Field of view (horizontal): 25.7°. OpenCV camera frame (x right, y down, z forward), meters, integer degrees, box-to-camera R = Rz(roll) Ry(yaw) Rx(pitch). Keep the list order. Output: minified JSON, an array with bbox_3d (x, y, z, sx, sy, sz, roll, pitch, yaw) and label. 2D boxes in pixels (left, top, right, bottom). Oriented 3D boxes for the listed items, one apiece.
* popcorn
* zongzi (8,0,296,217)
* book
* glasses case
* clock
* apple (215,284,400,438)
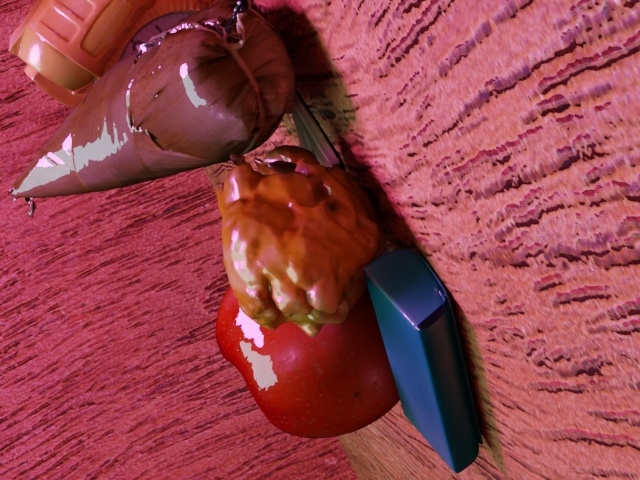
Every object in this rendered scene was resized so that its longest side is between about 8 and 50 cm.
[{"bbox_3d":[-0.019,-0.002,1.612,0.191,0.190,0.253,84,174,-57],"label":"popcorn"},{"bbox_3d":[-0.192,-0.138,1.606,0.181,0.418,0.447,59,177,-8],"label":"zongzi"},{"bbox_3d":[0.003,-0.092,1.832,0.138,0.016,0.198,59,171,31],"label":"book"},{"bbox_3d":[0.130,0.142,1.621,0.117,0.070,0.301,49,163,38],"label":"glasses case"},{"bbox_3d":[-0.232,-0.259,1.894,0.317,0.244,0.200,34,-171,-25],"label":"clock"},{"bbox_3d":[-0.008,0.124,1.790,0.260,0.216,0.260,54,-179,-2],"label":"apple"}]
